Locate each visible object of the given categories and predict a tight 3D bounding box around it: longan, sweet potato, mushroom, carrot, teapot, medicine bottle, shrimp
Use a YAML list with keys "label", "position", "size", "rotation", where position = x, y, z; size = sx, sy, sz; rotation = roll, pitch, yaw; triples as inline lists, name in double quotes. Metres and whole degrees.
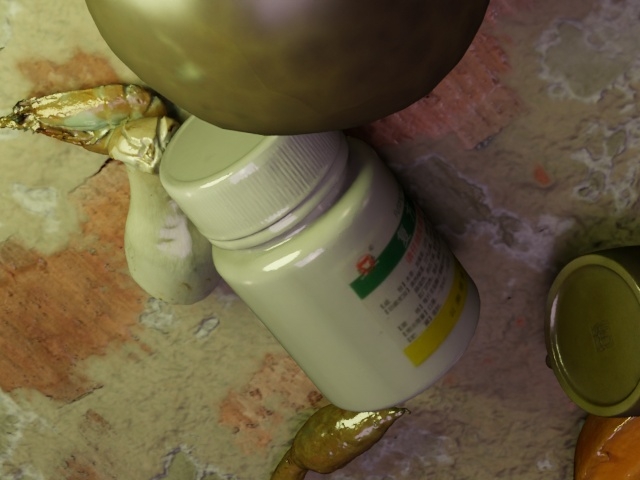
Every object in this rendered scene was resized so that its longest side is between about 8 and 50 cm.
- label: "longan"
  position: [-0.027, -0.277, 1.562]
  size: [0.404, 0.336, 0.404]
  rotation: [-6, 104, -27]
- label: "sweet potato"
  position: [-0.001, 0.248, 2.086]
  size: [0.075, 0.075, 0.269]
  rotation: [34, 129, -20]
- label: "mushroom"
  position: [-0.161, -0.031, 1.866]
  size: [0.116, 0.093, 0.225]
  rotation: [-5, 136, -2]
- label: "carrot"
  position: [0.435, 0.255, 2.059]
  size: [0.258, 0.100, 0.307]
  rotation: [32, 117, -23]
- label: "teapot"
  position: [0.359, 0.101, 1.918]
  size: [0.175, 0.185, 0.268]
  rotation: [-2, 164, -32]
- label: "medicine bottle"
  position: [0.000, 0.000, 1.819]
  size: [0.208, 0.208, 0.339]
  rotation: [-27, 122, 19]
- label: "shrimp"
  position: [-0.252, -0.126, 1.845]
  size: [0.184, 0.043, 0.091]
  rotation: [2, 129, 0]
